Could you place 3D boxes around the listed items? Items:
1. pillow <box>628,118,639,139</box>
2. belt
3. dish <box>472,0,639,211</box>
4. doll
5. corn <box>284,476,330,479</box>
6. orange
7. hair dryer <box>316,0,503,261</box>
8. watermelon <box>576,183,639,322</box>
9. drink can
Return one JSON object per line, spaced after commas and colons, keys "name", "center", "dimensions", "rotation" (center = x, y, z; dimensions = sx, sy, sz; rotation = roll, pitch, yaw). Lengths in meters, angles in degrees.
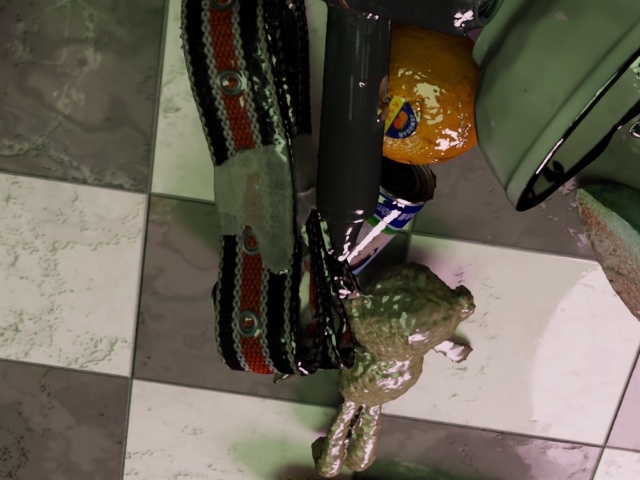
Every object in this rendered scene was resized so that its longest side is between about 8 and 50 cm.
{"name": "pillow", "center": [0.377, -0.138, 1.438], "dimensions": [0.141, 0.055, 0.208], "rotation": [20, 129, -26]}
{"name": "belt", "center": [-0.045, -0.055, 1.433], "dimensions": [0.094, 0.126, 0.360], "rotation": [-2, 105, 30]}
{"name": "dish", "center": [0.211, -0.161, 1.334], "dimensions": [0.120, 0.303, 0.303], "rotation": [43, 127, 10]}
{"name": "doll", "center": [0.064, 0.130, 1.679], "dimensions": [0.202, 0.091, 0.286], "rotation": [-12, 139, 5]}
{"name": "corn", "center": [0.079, 0.311, 1.821], "dimensions": [0.288, 0.086, 0.086], "rotation": [9, 130, -4]}
{"name": "orange", "center": [0.082, -0.128, 1.430], "dimensions": [0.135, 0.117, 0.136], "rotation": [10, 120, 18]}
{"name": "hair dryer", "center": [0.045, -0.120, 1.331], "dimensions": [0.189, 0.107, 0.352], "rotation": [17, 130, 20]}
{"name": "watermelon", "center": [0.296, 0.013, 1.566], "dimensions": [0.094, 0.081, 0.180], "rotation": [-14, 113, 36]}
{"name": "drink can", "center": [0.000, 0.000, 1.559], "dimensions": [0.097, 0.097, 0.235], "rotation": [30, 127, -20]}
